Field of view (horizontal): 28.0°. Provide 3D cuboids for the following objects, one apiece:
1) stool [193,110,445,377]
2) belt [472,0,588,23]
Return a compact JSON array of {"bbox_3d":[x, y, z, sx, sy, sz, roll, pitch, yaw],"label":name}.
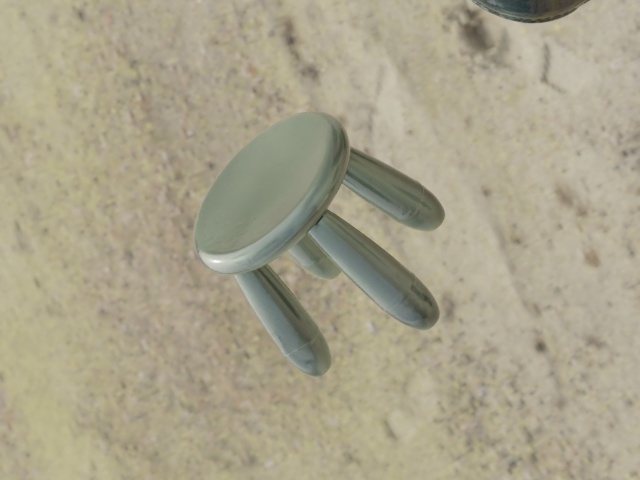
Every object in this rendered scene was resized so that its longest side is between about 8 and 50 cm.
[{"bbox_3d":[0.000,0.000,1.310,0.195,0.195,0.198,-25,128,29],"label":"stool"},{"bbox_3d":[0.240,-0.369,1.402,0.206,0.268,0.116,15,163,15],"label":"belt"}]
